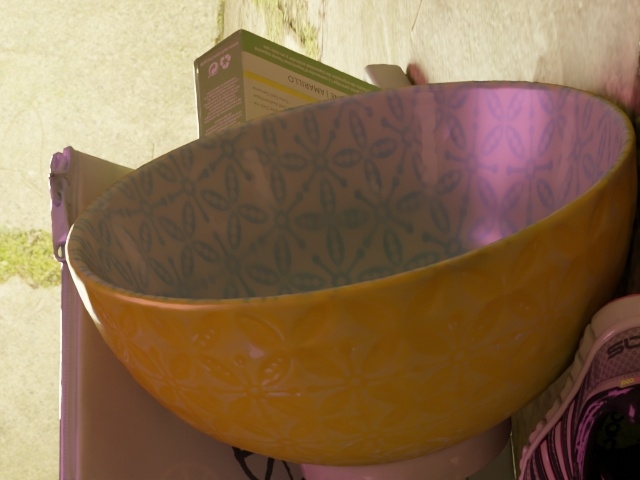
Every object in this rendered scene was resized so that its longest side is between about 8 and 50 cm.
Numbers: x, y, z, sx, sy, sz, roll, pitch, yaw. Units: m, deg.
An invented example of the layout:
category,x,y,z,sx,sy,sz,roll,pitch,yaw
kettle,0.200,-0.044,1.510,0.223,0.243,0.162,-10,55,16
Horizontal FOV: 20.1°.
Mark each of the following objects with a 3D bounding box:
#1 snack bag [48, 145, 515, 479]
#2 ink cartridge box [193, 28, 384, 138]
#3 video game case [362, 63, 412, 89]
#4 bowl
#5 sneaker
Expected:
category,x,y,z,sx,sy,sz,roll,pitch,yaw
snack bag,-0.014,0.132,1.025,0.037,0.342,0.323,-27,58,45
ink cartridge box,0.000,0.000,1.153,0.056,0.171,0.235,-27,57,39
video game case,0.063,0.055,1.374,0.329,0.036,0.300,-110,23,-66
bowl,0.030,0.037,0.922,0.289,0.289,0.156,-115,11,-69
sneaker,0.134,0.107,0.837,0.075,0.063,0.170,-91,12,-51
